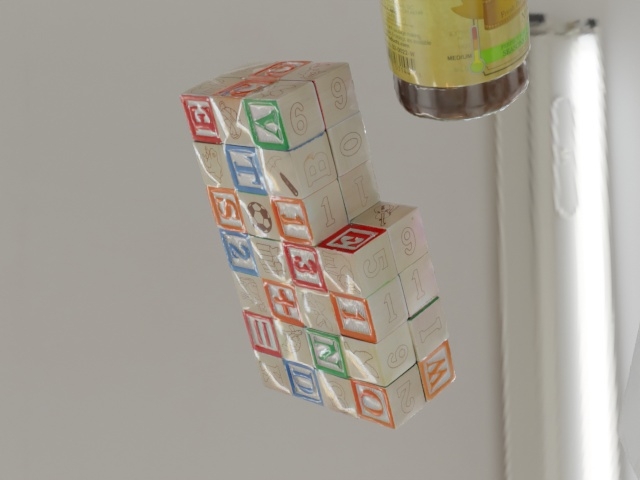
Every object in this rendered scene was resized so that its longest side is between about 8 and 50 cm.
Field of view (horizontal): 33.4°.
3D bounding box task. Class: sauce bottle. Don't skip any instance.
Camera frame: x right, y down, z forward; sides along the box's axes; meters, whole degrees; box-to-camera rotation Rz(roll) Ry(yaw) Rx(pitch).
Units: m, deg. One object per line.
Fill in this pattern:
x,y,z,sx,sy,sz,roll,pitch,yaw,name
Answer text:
0.083,-0.250,0.732,0.111,0.111,0.344,-29,-50,-21,sauce bottle

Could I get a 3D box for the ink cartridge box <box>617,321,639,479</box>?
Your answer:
0.282,0.030,0.541,0.201,0.117,0.278,-7,-52,-8,ink cartridge box

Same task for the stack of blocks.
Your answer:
0.000,0.000,0.923,0.087,0.171,0.297,-33,-62,-37,stack of blocks
